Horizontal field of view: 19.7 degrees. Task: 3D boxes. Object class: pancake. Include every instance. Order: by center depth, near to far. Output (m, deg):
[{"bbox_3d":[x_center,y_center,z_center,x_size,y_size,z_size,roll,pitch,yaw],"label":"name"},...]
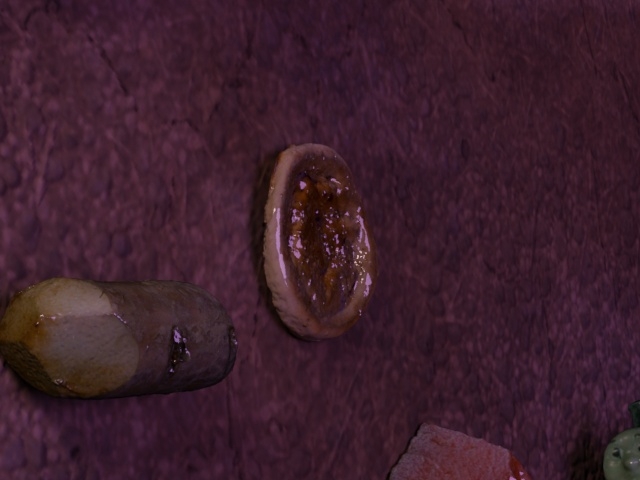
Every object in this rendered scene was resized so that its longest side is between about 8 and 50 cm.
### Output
[{"bbox_3d":[0.000,0.000,1.243,0.139,0.022,0.139,16,70,-55],"label":"pancake"}]

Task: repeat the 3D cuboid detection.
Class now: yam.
[{"bbox_3d":[-0.110,0.056,1.028,0.146,0.070,0.069,3,81,-57],"label":"yam"}]

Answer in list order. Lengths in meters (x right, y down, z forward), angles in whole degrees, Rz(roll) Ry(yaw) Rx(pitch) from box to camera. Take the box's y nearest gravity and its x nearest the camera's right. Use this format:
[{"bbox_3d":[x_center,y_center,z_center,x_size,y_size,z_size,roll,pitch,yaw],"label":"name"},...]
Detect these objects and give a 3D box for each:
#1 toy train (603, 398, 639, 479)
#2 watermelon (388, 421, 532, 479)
[{"bbox_3d":[0.337,0.241,1.597,0.369,0.150,0.237,16,62,-54],"label":"toy train"},{"bbox_3d":[0.128,0.255,1.319,0.193,0.140,0.256,-37,106,-61],"label":"watermelon"}]
